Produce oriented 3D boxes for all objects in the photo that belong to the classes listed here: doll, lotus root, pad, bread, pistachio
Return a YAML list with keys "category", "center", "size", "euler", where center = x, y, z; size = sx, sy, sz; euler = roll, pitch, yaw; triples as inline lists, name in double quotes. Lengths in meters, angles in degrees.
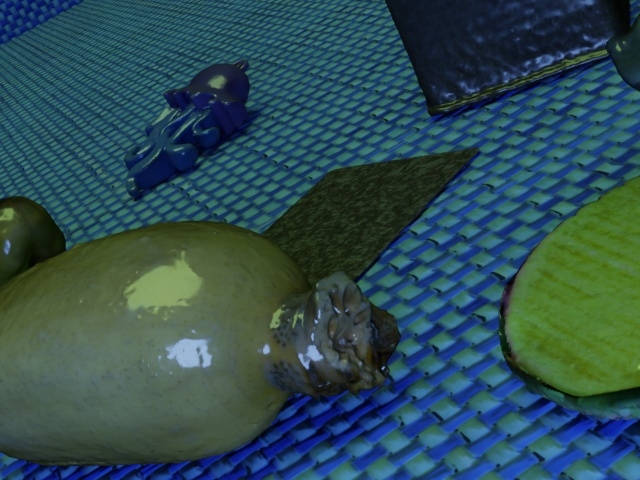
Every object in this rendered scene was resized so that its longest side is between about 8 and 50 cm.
- category: "doll"
  center: [-0.136, -0.118, 1.282]
  size: [0.110, 0.067, 0.206]
  euler: [14, 55, 41]
- category: "lotus root"
  center: [-0.106, 0.058, 0.723]
  size: [0.303, 0.131, 0.146]
  euler: [-12, 26, 34]
- category: "pad"
  center: [0.000, 0.000, 0.914]
  size: [0.158, 0.003, 0.235]
  euler: [-6, 29, 44]
- category: "bread"
  center: [0.194, 0.015, 0.605]
  size: [0.228, 0.033, 0.228]
  euler: [-25, 20, 10]
- category: "pistachio"
  center: [-0.285, 0.020, 1.088]
  size: [0.110, 0.100, 0.189]
  euler: [-16, -2, -45]

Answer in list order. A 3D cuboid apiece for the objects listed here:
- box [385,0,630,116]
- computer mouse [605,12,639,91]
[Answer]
- category: "box"
  center: [0.163, -0.242, 1.098]
  size: [0.184, 0.143, 0.273]
  euler: [-18, 21, 22]
- category: "computer mouse"
  center: [0.344, -0.131, 0.656]
  size: [0.374, 0.114, 0.203]
  euler: [-18, 24, 25]
